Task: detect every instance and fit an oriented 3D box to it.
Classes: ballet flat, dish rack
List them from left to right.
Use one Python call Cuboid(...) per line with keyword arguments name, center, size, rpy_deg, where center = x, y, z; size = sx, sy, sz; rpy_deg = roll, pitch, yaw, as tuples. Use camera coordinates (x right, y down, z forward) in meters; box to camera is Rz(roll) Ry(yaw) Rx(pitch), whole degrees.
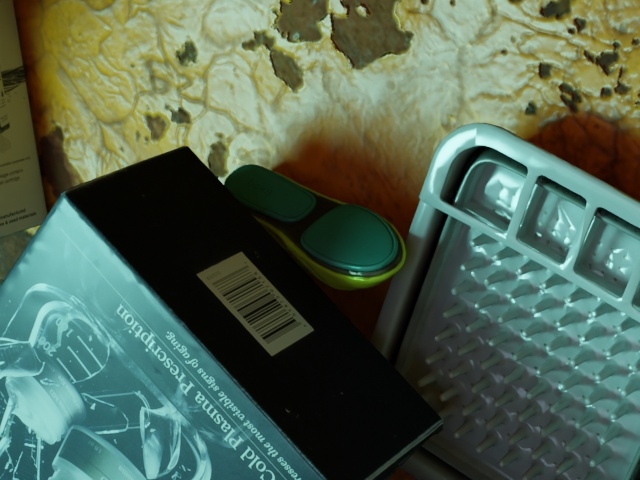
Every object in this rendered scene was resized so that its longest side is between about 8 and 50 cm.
Cuboid(name="ballet flat", center=(0.000, 0.000, 1.469), size=(0.231, 0.077, 0.077), rpy_deg=(29, 148, 43))
Cuboid(name="dish rack", center=(0.189, 0.088, 1.387), size=(0.285, 0.072, 0.333), rpy_deg=(31, 119, 23))

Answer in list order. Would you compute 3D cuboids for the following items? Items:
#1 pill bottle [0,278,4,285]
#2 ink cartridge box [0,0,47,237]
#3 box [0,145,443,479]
Cuboid(name="pill bottle", center=(-0.378, 0.187, 1.710), size=(0.160, 0.160, 0.283), rpy_deg=(34, 105, 20))
Cuboid(name="ink cartridge box", center=(-0.403, -0.138, 1.684), size=(0.197, 0.114, 0.273), rpy_deg=(0, 103, 33))
Cuboid(name="box", center=(-0.131, 0.156, 1.446), size=(0.343, 0.179, 0.312), rpy_deg=(46, 124, 11))
